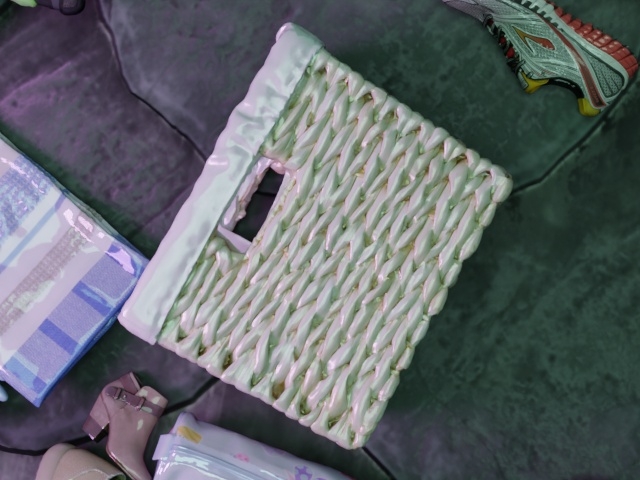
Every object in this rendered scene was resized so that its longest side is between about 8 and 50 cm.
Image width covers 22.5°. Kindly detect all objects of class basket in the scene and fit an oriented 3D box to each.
[{"bbox_3d":[0.000,0.000,1.607,0.266,0.331,0.328,30,90,1],"label":"basket"}]

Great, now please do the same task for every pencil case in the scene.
[{"bbox_3d":[-0.046,0.276,1.702,0.273,0.124,0.113,20,85,5],"label":"pencil case"}]

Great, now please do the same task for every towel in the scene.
[{"bbox_3d":[-0.346,0.015,1.750,0.285,0.034,0.209,40,80,6],"label":"towel"}]

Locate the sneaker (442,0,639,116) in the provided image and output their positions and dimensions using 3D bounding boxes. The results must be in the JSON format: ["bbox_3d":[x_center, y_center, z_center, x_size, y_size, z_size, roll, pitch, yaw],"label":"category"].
[{"bbox_3d":[0.225,-0.212,1.721,0.225,0.088,0.092,31,91,4],"label":"sneaker"}]

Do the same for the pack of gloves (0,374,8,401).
[{"bbox_3d":[-0.463,0.160,1.776,0.232,0.046,0.195,41,90,14],"label":"pack of gloves"}]

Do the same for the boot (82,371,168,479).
[{"bbox_3d":[-0.198,0.203,1.747,0.118,0.042,0.087,43,82,12],"label":"boot"}]

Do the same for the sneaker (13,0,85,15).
[{"bbox_3d":[-0.194,-0.450,1.729,0.202,0.185,0.483,37,94,-15],"label":"sneaker"}]

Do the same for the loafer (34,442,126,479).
[{"bbox_3d":[-0.268,0.346,1.692,0.092,0.102,0.268,1,72,23],"label":"loafer"}]
